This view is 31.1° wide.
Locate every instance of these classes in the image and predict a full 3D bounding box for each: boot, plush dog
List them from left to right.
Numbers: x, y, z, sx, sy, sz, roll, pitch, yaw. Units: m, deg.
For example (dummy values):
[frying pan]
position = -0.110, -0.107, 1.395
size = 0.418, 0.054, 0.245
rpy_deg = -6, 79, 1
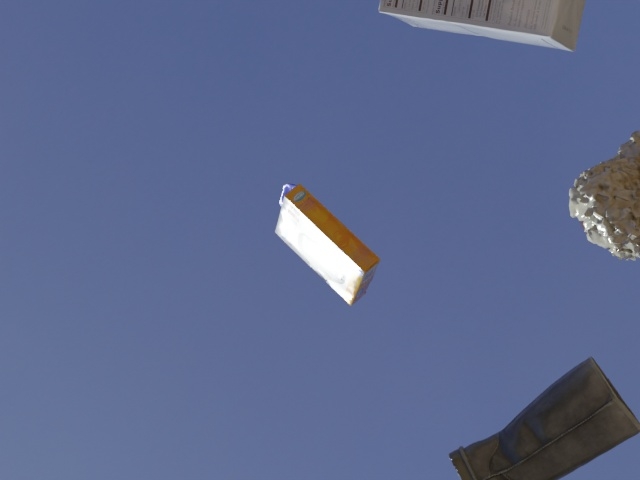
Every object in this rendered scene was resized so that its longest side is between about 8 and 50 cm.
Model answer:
[boot]
position = 0.272, 0.261, 1.306
size = 0.208, 0.076, 0.190
rpy_deg = -29, -106, 3
[plush dog]
position = 0.378, -0.044, 0.953
size = 0.262, 0.225, 0.211
rpy_deg = 15, -76, -33

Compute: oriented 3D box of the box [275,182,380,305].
[box]
position = 0.000, 0.000, 1.222
size = 0.136, 0.081, 0.028
rpy_deg = 42, -118, 13

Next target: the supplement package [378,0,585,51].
[supplement package]
position = 0.222, -0.345, 1.544
size = 0.139, 0.244, 0.134
rpy_deg = -2, -75, -65
